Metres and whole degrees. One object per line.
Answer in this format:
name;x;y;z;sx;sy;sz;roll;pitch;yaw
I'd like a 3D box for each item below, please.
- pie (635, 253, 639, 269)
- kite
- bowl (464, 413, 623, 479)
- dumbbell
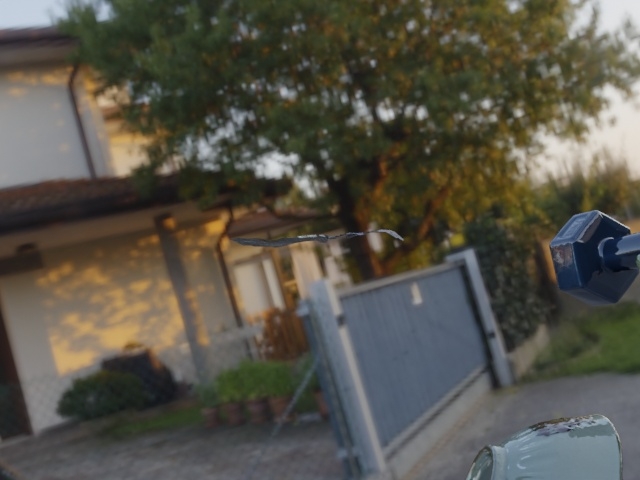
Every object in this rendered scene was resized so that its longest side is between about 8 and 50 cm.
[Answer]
pie;0.522;0.037;1.209;0.201;0.090;0.248;-7;1;-15
kite;0.000;-0.003;1.296;0.229;0.016;0.127;-3;-3;23
bowl;0.299;0.395;1.442;0.157;0.337;0.337;20;-8;-3
dumbbell;0.510;0.012;1.506;0.160;0.144;0.325;22;-20;-26
